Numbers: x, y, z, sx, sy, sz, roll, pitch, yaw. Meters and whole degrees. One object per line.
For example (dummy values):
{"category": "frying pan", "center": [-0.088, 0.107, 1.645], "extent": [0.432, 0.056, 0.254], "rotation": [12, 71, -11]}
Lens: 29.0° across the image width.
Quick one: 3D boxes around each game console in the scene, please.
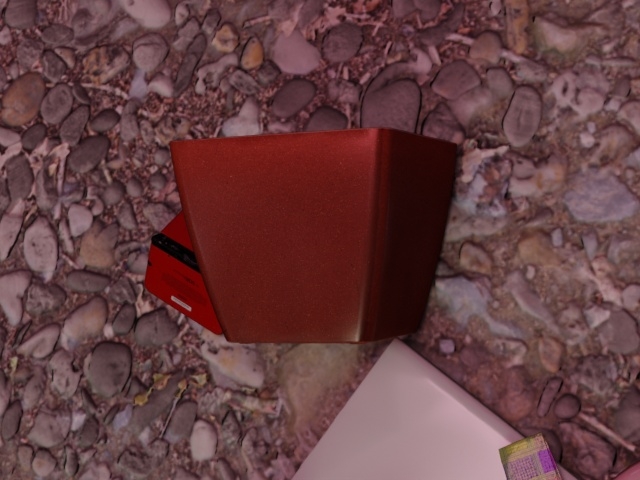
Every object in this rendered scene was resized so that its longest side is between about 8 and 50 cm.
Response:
{"category": "game console", "center": [-0.149, 0.034, 1.640], "extent": [0.144, 0.085, 0.124], "rotation": [30, 122, 27]}

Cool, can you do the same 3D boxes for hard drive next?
{"category": "hard drive", "center": [0.155, 0.309, 1.427], "extent": [0.353, 0.047, 0.233], "rotation": [37, 94, 25]}

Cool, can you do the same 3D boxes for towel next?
{"category": "towel", "center": [0.235, 0.261, 1.372], "extent": [0.060, 0.009, 0.083], "rotation": [-25, 69, 17]}

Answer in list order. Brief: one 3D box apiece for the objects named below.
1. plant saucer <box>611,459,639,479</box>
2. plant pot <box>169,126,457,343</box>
{"category": "plant saucer", "center": [0.416, 0.357, 1.242], "extent": [0.332, 0.084, 0.332], "rotation": [3, 98, 23]}
{"category": "plant pot", "center": [0.000, 0.000, 1.460], "extent": [0.267, 0.267, 0.235], "rotation": [-1, 89, 23]}
